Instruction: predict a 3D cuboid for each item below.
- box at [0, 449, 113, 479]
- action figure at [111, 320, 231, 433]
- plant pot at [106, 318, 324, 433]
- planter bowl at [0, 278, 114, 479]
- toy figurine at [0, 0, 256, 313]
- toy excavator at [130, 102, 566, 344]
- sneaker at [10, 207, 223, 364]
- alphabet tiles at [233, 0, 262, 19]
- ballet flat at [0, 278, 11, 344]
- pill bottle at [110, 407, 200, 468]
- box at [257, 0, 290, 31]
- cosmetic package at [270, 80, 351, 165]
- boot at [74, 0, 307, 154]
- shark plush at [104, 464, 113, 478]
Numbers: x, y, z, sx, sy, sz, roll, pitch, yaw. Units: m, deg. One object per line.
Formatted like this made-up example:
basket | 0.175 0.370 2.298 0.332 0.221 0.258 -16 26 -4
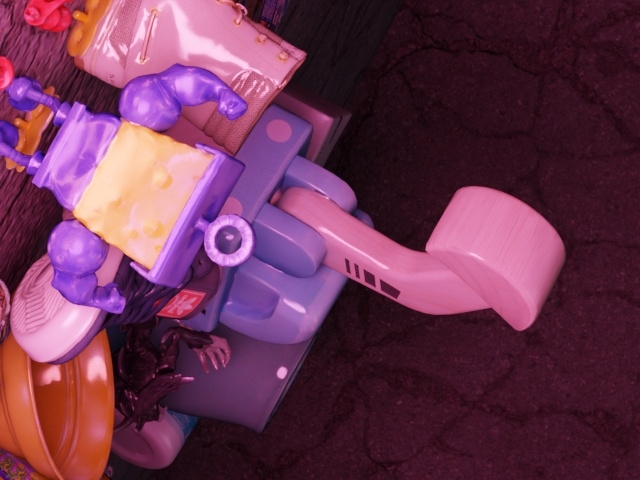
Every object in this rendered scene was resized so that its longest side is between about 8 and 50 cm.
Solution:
box | -0.286 0.401 1.632 0.177 0.290 0.279 28 92 -52
action figure | -0.189 0.127 1.832 0.164 0.141 0.276 -15 -130 30
plant pot | -0.142 0.120 2.076 0.272 0.255 0.271 -61 176 -7
planter bowl | -0.265 0.125 1.409 0.217 0.090 0.217 -7 90 -80
toy figurine | -0.157 -0.019 1.095 0.363 0.217 0.191 -62 176 -1
toy excavator | 0.000 0.000 1.612 0.222 0.445 0.433 -60 176 -27
sneaker | -0.159 0.030 1.348 0.131 0.148 0.350 -38 -163 20
alphabet tiles | -0.090 -0.273 1.740 0.198 0.009 0.237 -61 177 -6
ballet flat | -0.297 0.089 1.224 0.188 0.070 0.070 -72 -173 -54
pill bottle | -0.232 0.211 2.389 0.264 0.146 0.146 -59 176 -36
box | -0.033 -0.329 1.846 0.094 0.027 0.137 114 -1 -59
cosmetic package | -0.068 -0.131 1.997 0.151 0.151 0.183 -63 176 11
boot | -0.079 -0.193 1.235 0.213 0.165 0.077 -60 177 6
shark plush | -0.260 0.274 1.812 0.067 0.073 0.161 111 -8 -72
